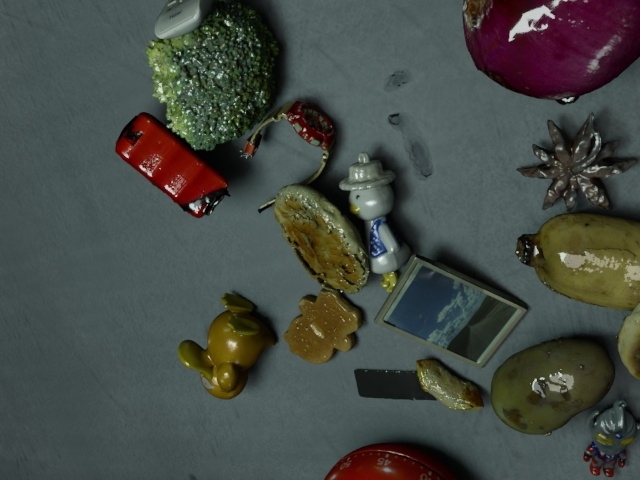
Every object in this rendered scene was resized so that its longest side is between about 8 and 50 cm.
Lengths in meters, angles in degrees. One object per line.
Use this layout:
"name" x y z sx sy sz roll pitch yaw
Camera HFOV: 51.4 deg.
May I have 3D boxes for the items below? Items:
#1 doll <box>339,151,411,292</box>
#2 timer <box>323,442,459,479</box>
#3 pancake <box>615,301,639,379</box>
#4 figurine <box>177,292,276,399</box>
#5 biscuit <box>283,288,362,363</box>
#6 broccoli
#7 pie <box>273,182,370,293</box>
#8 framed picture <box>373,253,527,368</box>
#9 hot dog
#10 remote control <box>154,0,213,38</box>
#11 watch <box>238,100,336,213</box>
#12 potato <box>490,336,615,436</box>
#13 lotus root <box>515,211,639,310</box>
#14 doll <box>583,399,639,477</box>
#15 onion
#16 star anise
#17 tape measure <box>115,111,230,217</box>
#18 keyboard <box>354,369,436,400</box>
"doll" 0.114 -0.037 1.352 0.119 0.138 0.293 -17 108 -14
"timer" 0.167 0.643 1.493 0.377 0.279 0.378 9 111 25
"pancake" 0.681 0.141 1.091 0.356 0.065 0.356 -1 125 -1
"figurine" -0.221 0.270 1.616 0.228 0.215 0.215 -42 87 10
"biscuit" 0.004 0.207 1.552 0.166 0.036 0.225 42 125 8
"broccoli" -0.219 -0.344 1.342 0.260 0.235 0.288 41 81 14
"pie" 0.000 0.000 1.398 0.274 0.055 0.274 38 150 26
"framed picture" 0.263 0.148 1.356 0.259 0.023 0.189 24 121 -7
"hot dog" 0.273 0.319 1.435 0.169 0.078 0.061 36 137 17
"remote control" -0.221 -0.488 1.265 0.109 0.313 0.055 -16 133 31
"watch" -0.084 -0.178 1.414 0.268 0.102 0.165 -32 108 34
"potato" 0.438 0.274 1.282 0.165 0.165 0.262 45 128 6
"lotus root" 0.489 0.035 1.167 0.284 0.146 0.160 9 97 15
"doll" 0.572 0.388 1.309 0.104 0.062 0.195 15 122 23
"onion" 0.410 -0.364 0.983 0.385 0.348 0.348 9 118 -14
"star anise" 0.447 -0.121 1.174 0.195 0.065 0.182 43 128 -3
"tape measure" -0.324 -0.166 1.453 0.253 0.260 0.114 40 90 -17
"keyboard" 0.171 0.330 1.525 0.196 0.015 0.074 -5 103 29
